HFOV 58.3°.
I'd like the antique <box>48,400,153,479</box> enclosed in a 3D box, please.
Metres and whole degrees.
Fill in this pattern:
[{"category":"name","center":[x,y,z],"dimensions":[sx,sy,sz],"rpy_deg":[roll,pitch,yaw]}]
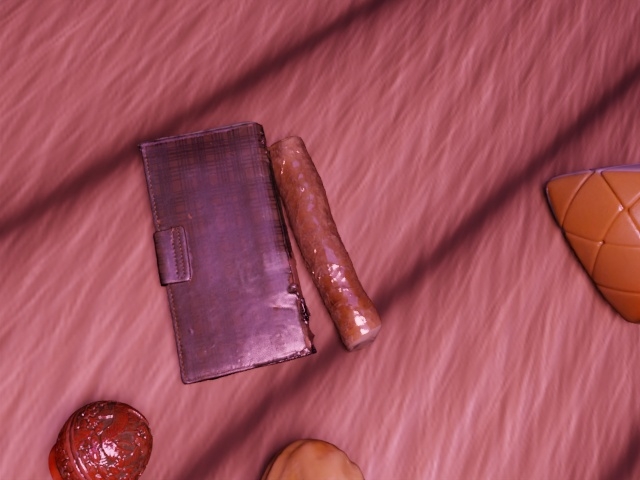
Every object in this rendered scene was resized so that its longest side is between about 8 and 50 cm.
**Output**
[{"category":"antique","center":[-0.225,0.217,0.602],"dimensions":[0.104,0.104,0.104],"rpy_deg":[4,69,-12]}]

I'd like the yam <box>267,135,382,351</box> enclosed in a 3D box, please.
[{"category":"yam","center":[0.000,0.000,0.755],"dimensions":[0.066,0.066,0.299],"rpy_deg":[-18,76,-19]}]

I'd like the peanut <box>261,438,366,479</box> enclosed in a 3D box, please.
[{"category":"peanut","center":[0.020,0.365,0.586],"dimensions":[0.148,0.147,0.318],"rpy_deg":[-8,77,-16]}]

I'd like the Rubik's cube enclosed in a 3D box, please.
[{"category":"Rubik's cube","center":[0.461,-0.045,0.853],"dimensions":[0.255,0.254,0.254],"rpy_deg":[4,69,-12]}]

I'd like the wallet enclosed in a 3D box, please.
[{"category":"wallet","center":[-0.121,0.006,0.719],"dimensions":[0.169,0.044,0.317],"rpy_deg":[-13,76,-5]}]
